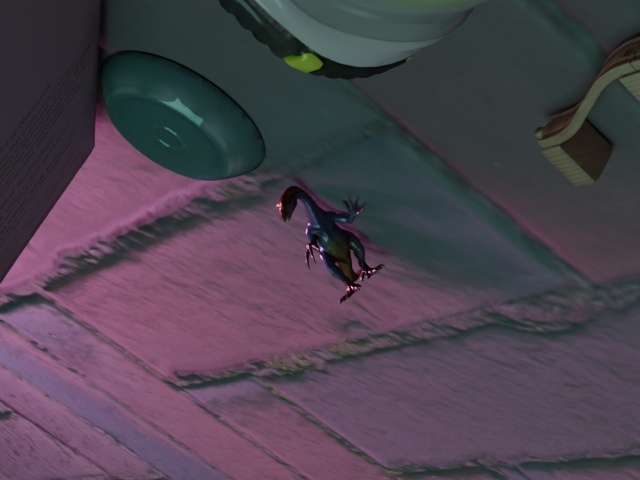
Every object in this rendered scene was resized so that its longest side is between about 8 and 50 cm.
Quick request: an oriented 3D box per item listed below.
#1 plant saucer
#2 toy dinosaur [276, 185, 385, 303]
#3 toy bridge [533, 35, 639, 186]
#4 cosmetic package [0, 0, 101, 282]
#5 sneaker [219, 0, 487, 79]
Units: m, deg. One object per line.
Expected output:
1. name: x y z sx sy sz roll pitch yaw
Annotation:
1. plant saucer: -0.093 -0.073 0.898 0.119 0.021 0.119 24 156 11
2. toy dinosaur: 0.000 0.000 0.921 0.082 0.047 0.090 51 164 -4
3. toy bridge: 0.160 -0.065 0.633 0.063 0.026 0.188 42 153 -21
4. cosmetic package: -0.247 -0.131 0.784 0.217 0.156 0.385 28 156 4
5. sneaker: -0.053 -0.223 0.460 0.147 0.145 0.384 -27 127 38
